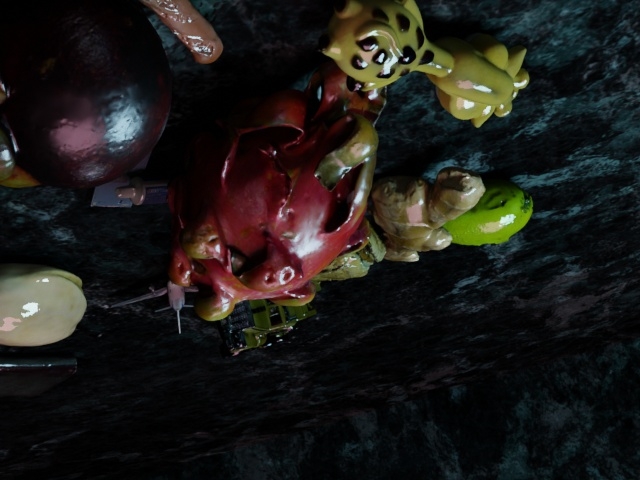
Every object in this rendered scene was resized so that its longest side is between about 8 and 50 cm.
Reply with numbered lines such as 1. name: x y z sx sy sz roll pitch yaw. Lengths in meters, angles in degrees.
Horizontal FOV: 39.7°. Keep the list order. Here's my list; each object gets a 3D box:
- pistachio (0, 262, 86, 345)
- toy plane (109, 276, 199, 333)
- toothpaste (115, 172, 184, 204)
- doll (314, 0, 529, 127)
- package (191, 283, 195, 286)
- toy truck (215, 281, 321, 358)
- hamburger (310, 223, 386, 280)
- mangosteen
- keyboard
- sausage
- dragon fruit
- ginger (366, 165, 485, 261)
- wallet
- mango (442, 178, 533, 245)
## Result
1. pistachio: -0.424 0.095 1.307 0.145 0.117 0.200 -30 154 25
2. toy plane: -0.242 0.090 1.487 0.226 0.058 0.226 -6 154 -10
3. toothpaste: -0.179 -0.069 1.148 0.197 0.034 0.057 -9 159 -44
4. doll: 0.118 -0.196 0.953 0.291 0.086 0.117 8 123 -40
5. package: -0.151 0.035 1.415 0.071 0.047 0.131 -25 176 31
6. toy truck: -0.089 0.109 1.437 0.127 0.127 0.257 -15 177 21
7. hamburger: 0.000 0.000 1.340 0.183 0.130 0.206 -3 174 12
8. mangosteen: -0.226 -0.132 0.744 0.210 0.209 0.210 -12 158 -5
9. keyboard: -0.248 -0.086 1.106 0.055 0.014 0.176 -3 156 -23
10. sausage: -0.132 -0.210 0.843 0.036 0.042 0.158 -54 157 -3
11. dragon fruit: -0.055 -0.058 1.016 0.243 0.227 0.307 4 119 -3
12. ginger: 0.139 -0.031 1.358 0.148 0.081 0.333 8 156 -4
13. wallet: -0.640 0.255 1.672 0.318 0.045 0.172 11 146 -44
14. mango: 0.248 -0.040 1.406 0.178 0.100 0.119 -10 165 21
